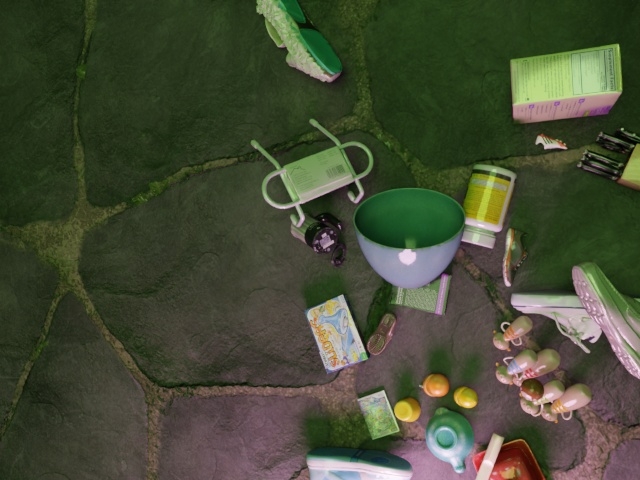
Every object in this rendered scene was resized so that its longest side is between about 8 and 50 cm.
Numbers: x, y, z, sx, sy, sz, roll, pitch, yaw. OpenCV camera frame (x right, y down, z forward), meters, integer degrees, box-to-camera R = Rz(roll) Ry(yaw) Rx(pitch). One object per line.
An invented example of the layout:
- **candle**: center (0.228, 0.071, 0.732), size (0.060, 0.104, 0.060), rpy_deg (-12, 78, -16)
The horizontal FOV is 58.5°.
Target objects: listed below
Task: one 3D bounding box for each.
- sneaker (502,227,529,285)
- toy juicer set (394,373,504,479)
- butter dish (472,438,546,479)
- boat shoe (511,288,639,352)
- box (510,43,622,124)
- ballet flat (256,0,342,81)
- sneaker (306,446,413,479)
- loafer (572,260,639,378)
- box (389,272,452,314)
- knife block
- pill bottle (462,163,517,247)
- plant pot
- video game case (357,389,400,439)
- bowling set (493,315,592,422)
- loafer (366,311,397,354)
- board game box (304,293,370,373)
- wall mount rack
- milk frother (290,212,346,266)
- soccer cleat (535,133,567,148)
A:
- **sneaker**: center (0.527, 0.047, 1.538), size (0.064, 0.061, 0.158), rpy_deg (6, 90, 13)
- **toy juicer set**: center (0.375, 0.508, 1.555), size (0.209, 0.089, 0.329), rpy_deg (-49, 63, 7)
- **butter dish**: center (0.494, 0.627, 1.492), size (0.159, 0.118, 0.160), rpy_deg (-27, 80, 17)
- **boat shoe**: center (0.673, 0.210, 1.452), size (0.366, 0.136, 0.157), rpy_deg (3, 92, 10)
- **box**: center (0.608, -0.386, 1.445), size (0.242, 0.213, 0.117), rpy_deg (-2, 87, 19)
- **ballet flat**: center (-0.074, -0.621, 1.755), size (0.147, 0.147, 0.409), rpy_deg (-34, 75, 15)
- **sneaker**: center (0.112, 0.710, 1.620), size (0.318, 0.127, 0.208), rpy_deg (-4, 84, 28)
- **loafer**: center (0.704, 0.174, 1.331), size (0.111, 0.112, 0.319), rpy_deg (-34, 95, 1)
- **box**: center (0.285, 0.140, 1.633), size (0.162, 0.029, 0.116), rpy_deg (10, 90, 18)
- **knife block**: center (0.802, -0.161, 1.436), size (0.242, 0.088, 0.276), rpy_deg (-22, 81, 18)
- **pill bottle**: center (0.443, -0.091, 1.540), size (0.119, 0.119, 0.209), rpy_deg (16, 92, 19)
- **plant pot**: center (0.238, 0.014, 1.549), size (0.290, 0.290, 0.196), rpy_deg (8, 128, 19)
- **video game case**: center (0.169, 0.508, 1.666), size (0.087, 0.011, 0.122), rpy_deg (-24, 80, 17)
- **bowling set**: center (0.516, 0.351, 1.448), size (0.287, 0.199, 0.154), rpy_deg (55, 133, 19)
- **loafer**: center (0.184, 0.268, 1.653), size (0.056, 0.050, 0.148), rpy_deg (37, 115, 20)
- **board game box**: center (0.048, 0.277, 1.705), size (0.136, 0.035, 0.201), rpy_deg (-25, 80, 16)
- **wall mount rack**: center (-0.037, -0.217, 1.664), size (0.350, 0.130, 0.304), rpy_deg (-23, 81, -19)
- **milk frother**: center (0.000, 0.000, 1.707), size (0.134, 0.129, 0.143), rpy_deg (35, 134, 51)
- **soccer cleat**: center (0.620, -0.258, 1.536), size (0.083, 0.029, 0.036), rpy_deg (30, 106, 21)
